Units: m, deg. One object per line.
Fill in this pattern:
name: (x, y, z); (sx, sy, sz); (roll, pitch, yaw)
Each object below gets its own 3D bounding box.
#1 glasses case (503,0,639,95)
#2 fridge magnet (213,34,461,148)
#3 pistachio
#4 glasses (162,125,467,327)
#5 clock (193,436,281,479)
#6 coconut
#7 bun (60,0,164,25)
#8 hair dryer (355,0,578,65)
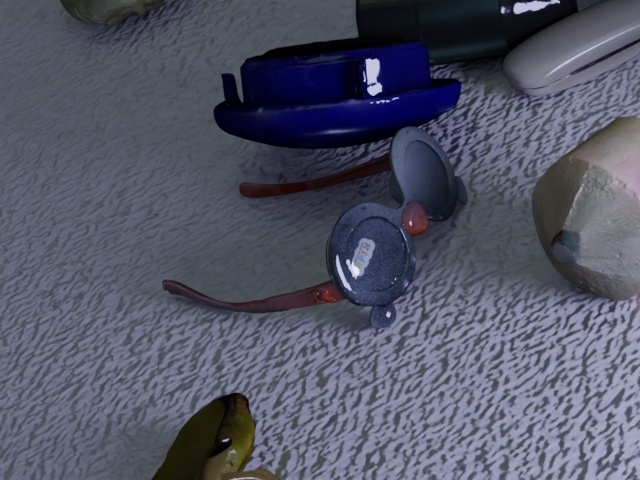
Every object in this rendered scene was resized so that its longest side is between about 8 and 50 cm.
glasses case: (0.294, -0.216, 2.016); (0.204, 0.051, 0.081); (-26, 34, -8)
fridge magnet: (0.017, -0.156, 1.974); (0.265, 0.112, 0.265); (-6, 8, 1)
pistachio: (-0.102, 0.205, 1.649); (0.089, 0.049, 0.173); (-19, 29, 44)
glasses: (0.000, 0.000, 1.889); (0.268, 0.118, 0.234); (-16, 31, 43)
clock: (-0.078, 0.251, 1.417); (0.170, 0.232, 0.069); (-34, 37, -18)
coconut: (0.268, -0.026, 1.698); (0.147, 0.147, 0.153); (15, 42, 40)
bun: (-0.243, -0.359, 2.421); (0.222, 0.127, 0.222); (-38, 31, 28)
hair dryer: (0.189, -0.306, 2.159); (0.244, 0.116, 0.302); (-5, 31, 17)
